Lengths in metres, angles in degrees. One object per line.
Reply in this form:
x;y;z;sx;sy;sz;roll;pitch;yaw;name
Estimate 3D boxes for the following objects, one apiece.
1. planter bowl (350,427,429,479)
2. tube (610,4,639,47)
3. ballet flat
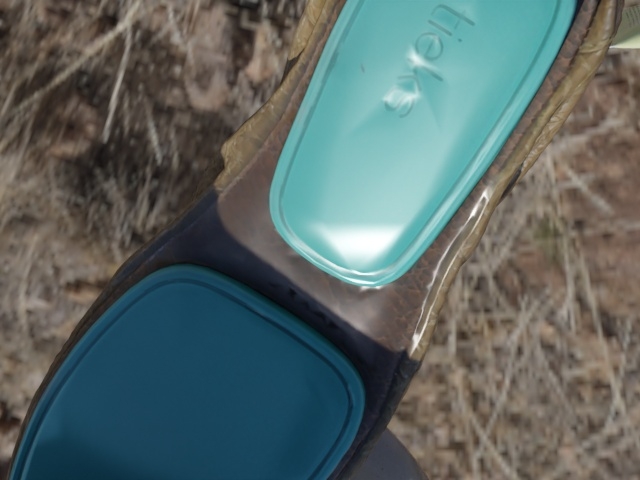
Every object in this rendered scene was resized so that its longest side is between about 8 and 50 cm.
-0.045;0.125;0.785;0.162;0.109;0.162;29;154;16;planter bowl
0.358;-0.197;1.516;0.240;0.062;0.070;-9;159;8;tube
0.000;0.000;0.646;0.116;0.124;0.342;34;117;6;ballet flat
